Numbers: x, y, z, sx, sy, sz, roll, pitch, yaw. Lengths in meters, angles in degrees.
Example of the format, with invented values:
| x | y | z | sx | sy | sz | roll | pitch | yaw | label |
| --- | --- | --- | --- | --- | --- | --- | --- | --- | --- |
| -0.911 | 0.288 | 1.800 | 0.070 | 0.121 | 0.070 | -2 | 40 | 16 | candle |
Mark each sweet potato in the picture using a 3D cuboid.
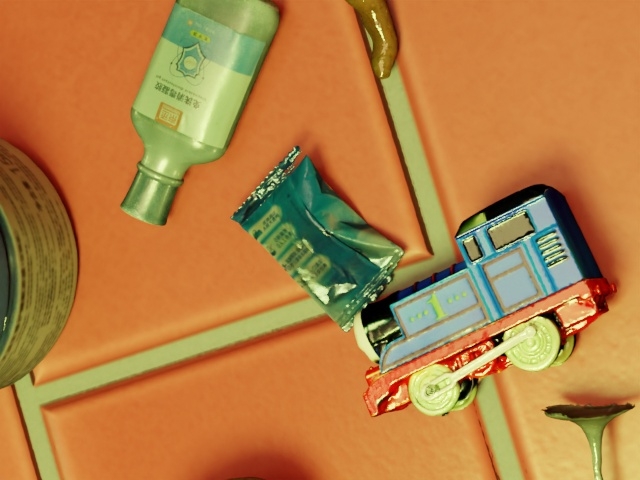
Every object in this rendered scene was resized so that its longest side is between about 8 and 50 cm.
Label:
| x | y | z | sx | sy | sz | roll | pitch | yaw | label |
| --- | --- | --- | --- | --- | --- | --- | --- | --- | --- |
| 0.026 | -0.216 | 1.590 | 0.044 | 0.044 | 0.179 | -27 | 81 | 19 | sweet potato |

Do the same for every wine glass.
| x | y | z | sx | sy | sz | roll | pitch | yaw | label |
| --- | --- | --- | --- | --- | --- | --- | --- | --- | --- |
| 0.220 | 0.256 | 1.513 | 0.074 | 0.074 | 0.262 | -7 | 90 | 21 | wine glass |

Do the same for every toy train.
| x | y | z | sx | sy | sz | roll | pitch | yaw | label |
| --- | --- | --- | --- | --- | --- | --- | --- | --- | --- |
| 0.121 | 0.054 | 1.537 | 0.204 | 0.083 | 0.131 | -27 | 82 | 17 | toy train |

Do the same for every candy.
| x | y | z | sx | sy | sz | roll | pitch | yaw | label |
| --- | --- | --- | --- | --- | --- | --- | --- | --- | --- |
| 0.000 | -0.001 | 1.606 | 0.136 | 0.038 | 0.088 | 45 | 108 | 5 | candy |

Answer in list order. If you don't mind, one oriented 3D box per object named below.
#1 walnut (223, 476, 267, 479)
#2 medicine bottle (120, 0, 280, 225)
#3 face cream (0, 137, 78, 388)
| x | y | z | sx | sy | sz | roll | pitch | yaw | label |
| --- | --- | --- | --- | --- | --- | --- | --- | --- | --- |
| -0.071 | 0.270 | 1.585 | 0.166 | 0.149 | 0.166 | -3 | 107 | -9 | walnut |
| -0.108 | -0.114 | 1.634 | 0.090 | 0.054 | 0.208 | 27 | 100 | 17 | medicine bottle |
| -0.352 | 0.029 | 1.640 | 0.249 | 0.225 | 0.249 | 1 | 94 | 19 | face cream |
